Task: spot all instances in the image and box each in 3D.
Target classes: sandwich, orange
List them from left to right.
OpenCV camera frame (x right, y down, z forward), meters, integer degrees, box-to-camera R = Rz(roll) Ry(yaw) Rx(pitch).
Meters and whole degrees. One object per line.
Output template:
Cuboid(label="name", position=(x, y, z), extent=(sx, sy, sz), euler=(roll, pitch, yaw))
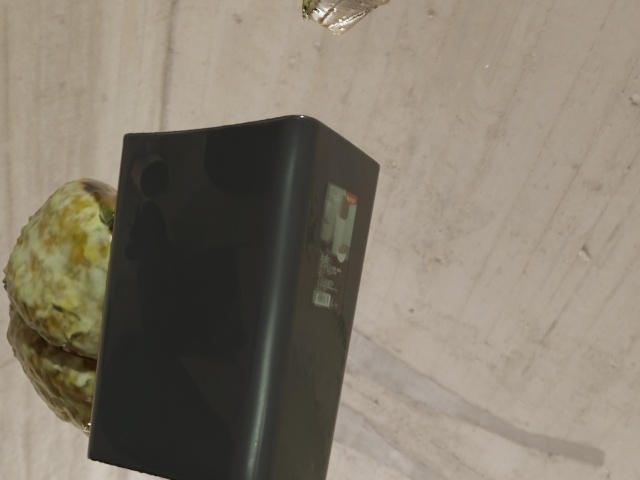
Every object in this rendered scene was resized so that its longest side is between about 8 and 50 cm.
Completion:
Cuboid(label="orange", position=(-0.199, 0.104, 0.760), extent=(0.210, 0.271, 0.369), euler=(-36, -48, 3))
Cuboid(label="sandwich", position=(0.045, -0.358, 0.843), extent=(0.214, 0.065, 0.186), euler=(179, -79, -71))

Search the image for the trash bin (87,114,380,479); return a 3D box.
Cuboid(label="trash bin", position=(-0.064, 0.044, 0.482), extent=(0.165, 0.115, 0.226), euler=(1, -104, 31))
